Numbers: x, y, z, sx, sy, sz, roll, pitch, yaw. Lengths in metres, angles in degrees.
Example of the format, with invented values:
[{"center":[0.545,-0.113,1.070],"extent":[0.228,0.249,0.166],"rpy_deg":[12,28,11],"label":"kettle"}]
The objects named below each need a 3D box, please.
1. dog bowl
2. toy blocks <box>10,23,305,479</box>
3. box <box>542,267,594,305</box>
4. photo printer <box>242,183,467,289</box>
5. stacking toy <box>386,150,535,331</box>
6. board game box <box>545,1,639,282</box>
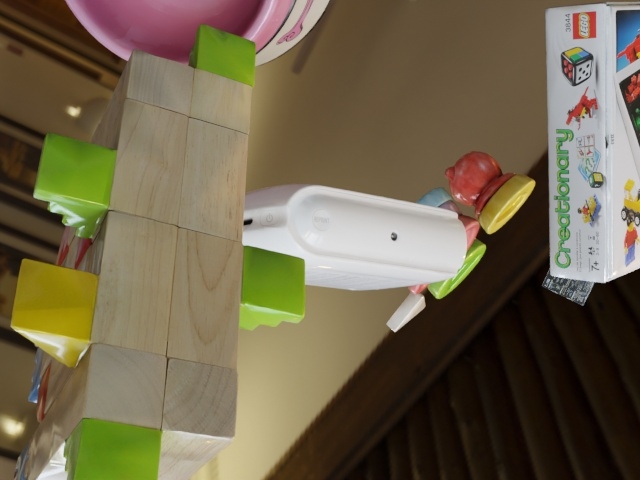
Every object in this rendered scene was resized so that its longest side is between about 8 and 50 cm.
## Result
[{"center":[-0.181,-0.401,1.221],"extent":[0.408,0.408,0.150],"rpy_deg":[-48,-177,33],"label":"dog bowl"},{"center":[-0.152,0.051,0.724],"extent":[0.261,0.191,0.381],"rpy_deg":[-47,-144,50],"label":"toy blocks"},{"center":[0.370,0.046,1.357],"extent":[0.018,0.067,0.083],"rpy_deg":[-44,154,-49],"label":"box"},{"center":[0.000,0.000,1.246],"extent":[0.256,0.308,0.107],"rpy_deg":[-11,-106,54],"label":"photo printer"},{"center":[0.200,-0.011,1.609],"extent":[0.309,0.130,0.279],"rpy_deg":[-29,156,-44],"label":"stacking toy"},{"center":[0.283,-0.093,0.745],"extent":[0.053,0.305,0.193],"rpy_deg":[7,-75,44],"label":"board game box"}]
